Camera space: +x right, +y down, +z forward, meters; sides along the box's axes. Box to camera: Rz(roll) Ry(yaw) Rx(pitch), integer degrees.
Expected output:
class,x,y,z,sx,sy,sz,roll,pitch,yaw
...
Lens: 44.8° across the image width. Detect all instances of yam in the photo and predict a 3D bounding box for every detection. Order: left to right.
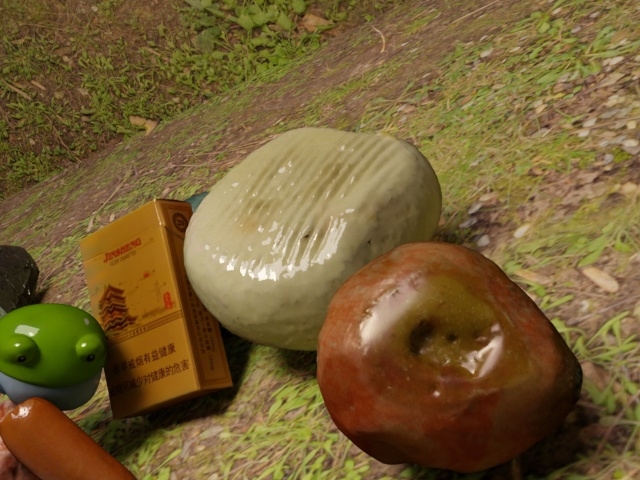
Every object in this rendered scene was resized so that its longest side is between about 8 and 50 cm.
class,x,y,z,sx,sy,sz,roll,pitch,yaw
yam,-0.768,0.131,1.803,0.203,0.201,0.271,-27,18,11

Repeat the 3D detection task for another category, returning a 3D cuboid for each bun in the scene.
class,x,y,z,sx,sy,sz,roll,pitch,yaw
bun,0.000,0.000,1.060,0.361,0.213,0.361,-15,39,13

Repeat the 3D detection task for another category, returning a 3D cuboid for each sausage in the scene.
class,x,y,z,sx,sy,sz,roll,pitch,yaw
sausage,-0.302,0.272,0.948,0.076,0.198,0.076,-50,0,0

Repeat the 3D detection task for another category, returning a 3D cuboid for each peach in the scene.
class,x,y,z,sx,sy,sz,roll,pitch,yaw
peach,0.121,0.108,0.713,0.236,0.214,0.214,7,42,27

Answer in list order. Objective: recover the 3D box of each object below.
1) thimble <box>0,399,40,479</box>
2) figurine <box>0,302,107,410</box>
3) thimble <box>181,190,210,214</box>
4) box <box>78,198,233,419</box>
class,x,y,z,sx,sy,sz,roll,pitch,yaw
thimble,-0.444,0.340,1.015,0.239,0.162,0.239,-27,25,14
figurine,-0.384,0.164,1.071,0.263,0.162,0.143,-26,59,60
thimble,-0.181,0.030,1.257,0.143,0.235,0.198,-19,71,31
box,-0.238,0.098,1.101,0.174,0.274,0.076,-23,-16,30
